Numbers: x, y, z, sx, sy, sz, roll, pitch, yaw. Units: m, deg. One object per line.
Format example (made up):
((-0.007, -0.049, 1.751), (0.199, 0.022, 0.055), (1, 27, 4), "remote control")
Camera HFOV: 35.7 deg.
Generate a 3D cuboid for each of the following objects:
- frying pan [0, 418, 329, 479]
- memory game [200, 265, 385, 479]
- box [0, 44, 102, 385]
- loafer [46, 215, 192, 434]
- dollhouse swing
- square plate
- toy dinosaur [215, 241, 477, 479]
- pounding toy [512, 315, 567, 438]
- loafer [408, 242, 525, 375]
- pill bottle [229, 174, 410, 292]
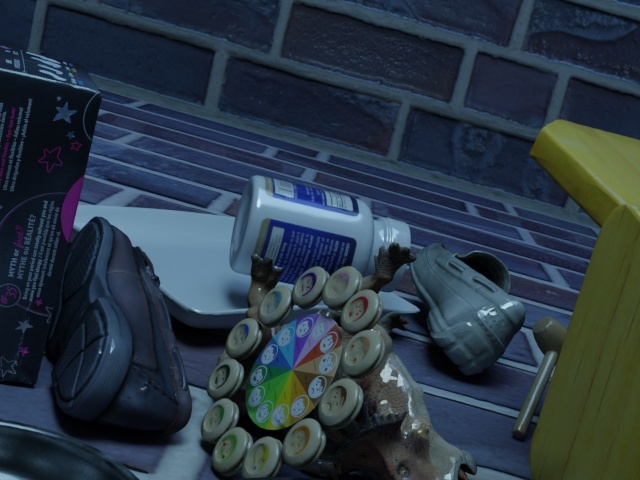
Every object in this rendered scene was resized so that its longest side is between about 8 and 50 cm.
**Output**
((-0.150, 0.157, 0.615), (0.197, 0.053, 0.326), (25, 14, 37), "frying pan")
((-0.025, 0.097, 0.751), (0.012, 0.186, 0.186), (40, -2, -32), "memory game")
((-0.283, -0.032, 0.818), (0.142, 0.247, 0.163), (12, 13, -21), "box")
((-0.178, 0.076, 0.871), (0.095, 0.109, 0.302), (31, 12, -25), "loafer")
((0.316, 0.099, 0.825), (0.346, 0.315, 0.305), (10, 13, -25), "dollhouse swing")
((-0.114, 0.035, 1.193), (0.344, 0.049, 0.347), (4, 17, -44), "square plate")
((-0.011, 0.120, 0.829), (0.295, 0.200, 0.127), (-2, -40, 37), "toy dinosaur")
((0.296, 0.190, 0.976), (0.154, 0.155, 0.269), (41, 13, -22), "pounding toy")
((0.184, 0.064, 1.229), (0.112, 0.111, 0.319), (50, 9, -16), "loafer")
((0.000, 0.000, 1.115), (0.186, 0.112, 0.112), (13, 13, -13), "pill bottle")
